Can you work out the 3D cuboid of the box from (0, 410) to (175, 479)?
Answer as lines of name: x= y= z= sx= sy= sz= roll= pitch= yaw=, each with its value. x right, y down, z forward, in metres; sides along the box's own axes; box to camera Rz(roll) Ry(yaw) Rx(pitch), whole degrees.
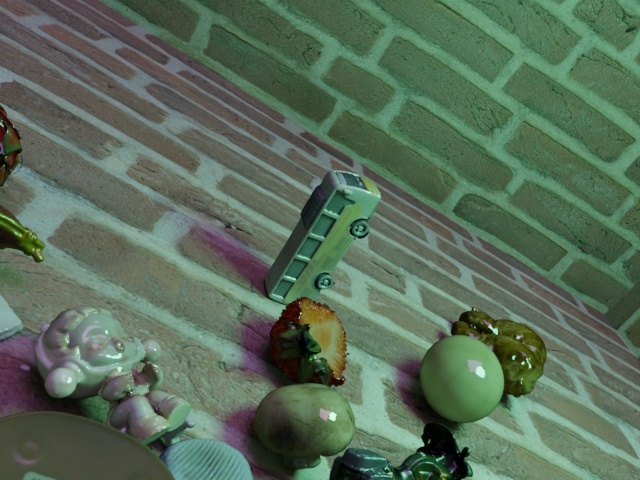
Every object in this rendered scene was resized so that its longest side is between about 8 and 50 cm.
box: x=-0.259 y=0.307 z=0.475 sx=0.301 sy=0.216 sz=0.301 roll=30 pitch=21 yaw=-13

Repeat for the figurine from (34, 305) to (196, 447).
figurine: x=-0.295 y=0.188 z=0.777 sx=0.182 sy=0.144 sz=0.256 roll=-25 pitch=63 yaw=-41

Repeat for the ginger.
ginger: x=0.517 y=0.315 z=1.624 sx=0.274 sy=0.152 sz=0.357 roll=22 pitch=17 yaw=22

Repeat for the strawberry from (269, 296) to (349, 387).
strawberry: x=-0.026 y=0.213 z=1.130 sx=0.188 sy=0.106 sz=0.286 roll=61 pitch=12 yaw=4

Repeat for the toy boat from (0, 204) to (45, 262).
toy boat: x=-0.572 y=-0.024 z=0.798 sx=0.318 sy=0.141 sz=0.099 roll=5 pitch=66 yaw=-34

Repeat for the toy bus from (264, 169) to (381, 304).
toy bus: x=0.000 y=0.000 z=1.263 sx=0.138 sy=0.342 sz=0.097 roll=20 pitch=27 yaw=-24

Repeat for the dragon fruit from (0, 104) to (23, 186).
dragon fruit: x=-0.618 y=-0.153 z=0.938 sx=0.192 sy=0.193 sz=0.274 roll=51 pitch=7 yaw=-45

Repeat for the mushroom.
mushroom: x=-0.026 y=0.302 z=0.909 sx=0.166 sy=0.127 sz=0.166 roll=4 pitch=5 yaw=0

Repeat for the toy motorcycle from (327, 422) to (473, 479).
toy motorcycle: x=0.139 y=0.385 z=0.892 sx=0.275 sy=0.187 sz=0.125 roll=18 pitch=-13 yaw=-31

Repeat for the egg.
egg: x=0.327 y=0.316 z=1.294 sx=0.189 sy=0.188 sz=0.254 roll=37 pitch=13 yaw=5

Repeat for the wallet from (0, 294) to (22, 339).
wallet: x=-0.524 y=0.078 z=0.791 sx=0.183 sy=0.032 sz=0.124 roll=41 pitch=21 yaw=17

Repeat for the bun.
bun: x=-0.160 y=0.330 z=0.735 sx=0.141 sy=0.083 sz=0.141 roll=24 pitch=18 yaw=-8
